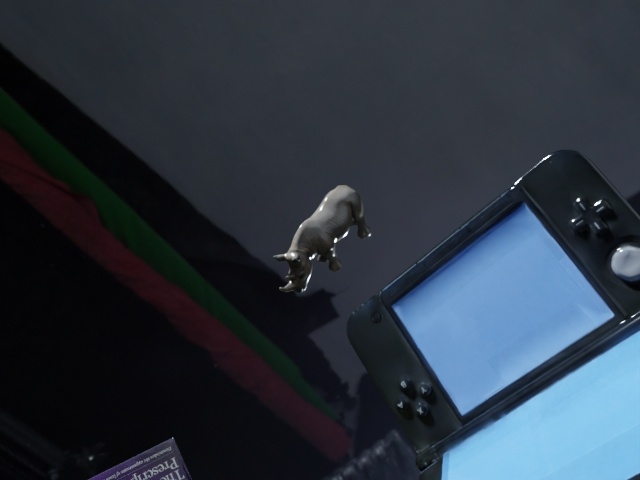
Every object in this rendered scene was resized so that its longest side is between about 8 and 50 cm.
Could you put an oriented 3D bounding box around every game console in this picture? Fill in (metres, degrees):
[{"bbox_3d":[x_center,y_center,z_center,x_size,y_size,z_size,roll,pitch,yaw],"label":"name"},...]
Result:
[{"bbox_3d":[0.147,0.093,0.510,0.173,0.293,0.250,6,-133,-58],"label":"game console"}]

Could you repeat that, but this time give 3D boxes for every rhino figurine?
[{"bbox_3d":[0.000,0.000,1.106,0.073,0.243,0.106,13,141,42],"label":"rhino figurine"}]

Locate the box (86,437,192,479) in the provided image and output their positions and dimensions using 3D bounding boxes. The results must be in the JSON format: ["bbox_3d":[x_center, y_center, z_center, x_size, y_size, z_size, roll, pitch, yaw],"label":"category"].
[{"bbox_3d":[-0.302,0.435,0.920,0.184,0.261,0.103,62,155,12],"label":"box"}]
